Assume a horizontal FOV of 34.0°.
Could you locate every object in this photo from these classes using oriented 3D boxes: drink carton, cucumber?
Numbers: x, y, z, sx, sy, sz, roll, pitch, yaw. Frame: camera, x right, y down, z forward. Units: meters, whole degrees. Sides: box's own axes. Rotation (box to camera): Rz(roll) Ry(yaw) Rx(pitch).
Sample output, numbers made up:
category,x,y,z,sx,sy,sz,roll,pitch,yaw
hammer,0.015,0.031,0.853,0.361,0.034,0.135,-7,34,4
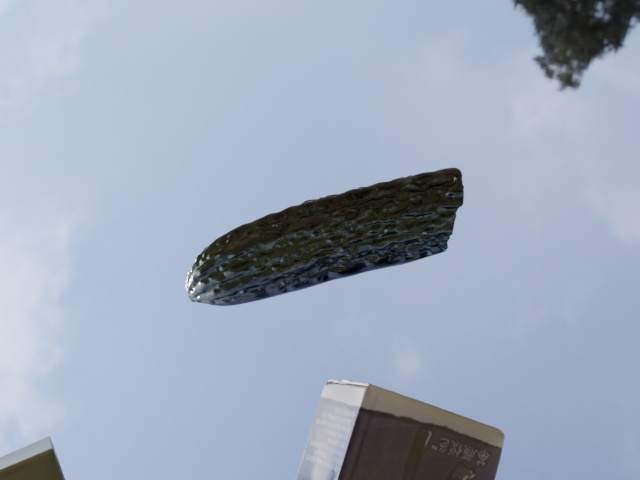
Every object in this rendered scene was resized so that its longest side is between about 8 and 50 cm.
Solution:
category,x,y,z,sx,sy,sz,roll,pitch,yaw
drink carton,0.046,0.239,0.854,0.134,0.222,0.102,22,168,-19
cucumber,0.000,-0.001,0.900,0.265,0.077,0.077,-13,-150,13

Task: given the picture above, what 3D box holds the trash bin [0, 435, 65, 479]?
category,x,y,z,sx,sy,sz,roll,pitch,yaw
trash bin,-0.267,0.207,0.890,0.092,0.043,0.061,-18,-173,-17
